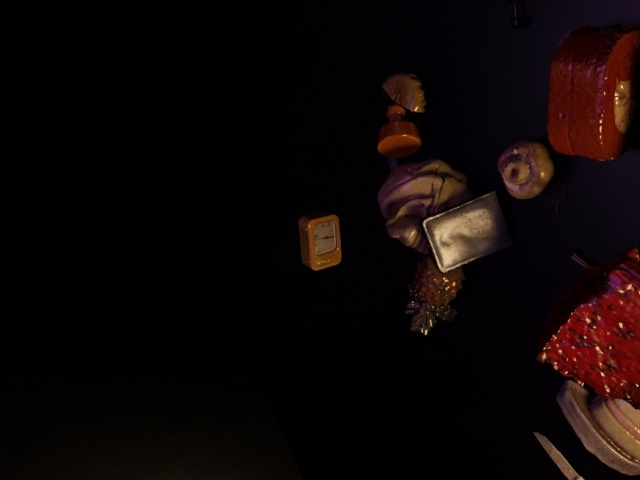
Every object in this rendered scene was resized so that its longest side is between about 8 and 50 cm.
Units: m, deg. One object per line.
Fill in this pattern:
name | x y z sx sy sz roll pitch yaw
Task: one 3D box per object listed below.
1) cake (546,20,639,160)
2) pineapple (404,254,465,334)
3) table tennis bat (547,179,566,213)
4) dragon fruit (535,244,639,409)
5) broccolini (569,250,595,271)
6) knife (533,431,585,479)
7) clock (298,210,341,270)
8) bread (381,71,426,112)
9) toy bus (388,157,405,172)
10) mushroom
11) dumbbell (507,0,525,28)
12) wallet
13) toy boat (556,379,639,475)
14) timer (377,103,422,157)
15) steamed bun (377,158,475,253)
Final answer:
cake | 0.560 -0.302 1.206 0.151 0.177 0.282 29 129 48
pineapple | 0.345 0.177 1.806 0.170 0.141 0.309 29 140 16
table tennis bat | 0.576 -0.106 1.430 0.050 0.007 0.083 15 115 53
dragon fruit | 0.662 0.158 1.241 0.286 0.228 0.329 29 130 21
broccolini | 0.678 0.048 1.311 0.272 0.062 0.123 20 115 53
knife | 0.690 0.641 1.598 0.298 0.017 0.047 49 147 32
clock | 0.000 0.000 2.223 0.096 0.144 0.202 26 126 58
bread | 0.250 -0.439 1.699 0.157 0.083 0.094 37 131 40
toy bus | 0.233 -0.277 1.844 0.052 0.037 0.130 -2 104 62
mushroom | 0.497 -0.173 1.423 0.148 0.112 0.147 13 107 49
dumbbell | 0.459 -0.542 1.377 0.036 0.040 0.083 -3 104 25
wallet | 0.386 -0.022 1.565 0.036 0.222 0.167 -102 -11 -80
toy boat | 0.729 0.424 1.364 0.294 0.111 0.275 -36 81 46
timer | 0.232 -0.345 1.763 0.132 0.132 0.152 -39 48 56
steamed bun | 0.284 -0.101 1.691 0.289 0.203 0.276 61 144 20
